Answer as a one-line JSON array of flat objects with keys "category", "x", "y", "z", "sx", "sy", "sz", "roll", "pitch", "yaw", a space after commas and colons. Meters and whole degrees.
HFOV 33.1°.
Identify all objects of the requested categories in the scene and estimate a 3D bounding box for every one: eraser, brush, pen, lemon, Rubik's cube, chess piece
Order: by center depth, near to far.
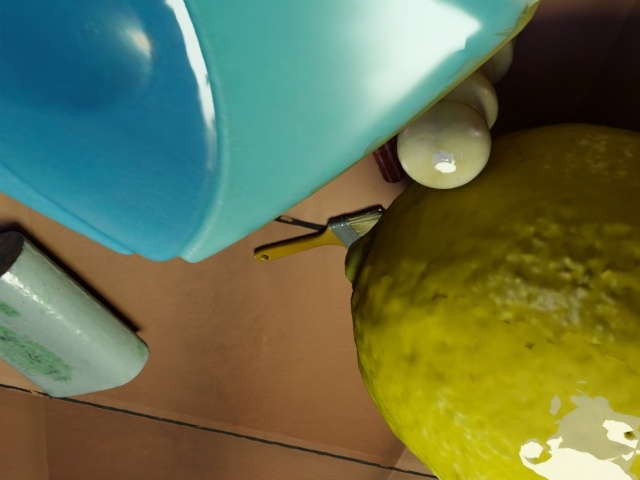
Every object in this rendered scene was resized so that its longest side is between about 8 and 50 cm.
[{"category": "Rubik's cube", "x": -0.087, "y": -0.235, "z": 0.552, "sx": 0.352, "sy": 0.347, "sz": 0.352, "roll": 30, "pitch": 146, "yaw": -20}, {"category": "chess piece", "x": 0.102, "y": -0.115, "z": 0.828, "sx": 0.094, "sy": 0.170, "sz": 0.094, "roll": 7, "pitch": 140, "yaw": 6}, {"category": "lemon", "x": 0.188, "y": 0.059, "z": 0.903, "sx": 0.364, "sy": 0.364, "sz": 0.364, "roll": 7, "pitch": 142, "yaw": 5}, {"category": "pen", "x": 0.030, "y": -0.137, "z": 0.933, "sx": 0.028, "sy": 0.028, "sz": 0.239, "roll": -6, "pitch": 139, "yaw": 20}, {"category": "brush", "x": 0.000, "y": 0.000, "z": 1.126, "sx": 0.170, "sy": 0.014, "sz": 0.043, "roll": -15, "pitch": 134, "yaw": 30}, {"category": "eraser", "x": -0.336, "y": 0.093, "z": 1.271, "sx": 0.174, "sy": 0.081, "sz": 0.227, "roll": -14, "pitch": 137, "yaw": 30}]
